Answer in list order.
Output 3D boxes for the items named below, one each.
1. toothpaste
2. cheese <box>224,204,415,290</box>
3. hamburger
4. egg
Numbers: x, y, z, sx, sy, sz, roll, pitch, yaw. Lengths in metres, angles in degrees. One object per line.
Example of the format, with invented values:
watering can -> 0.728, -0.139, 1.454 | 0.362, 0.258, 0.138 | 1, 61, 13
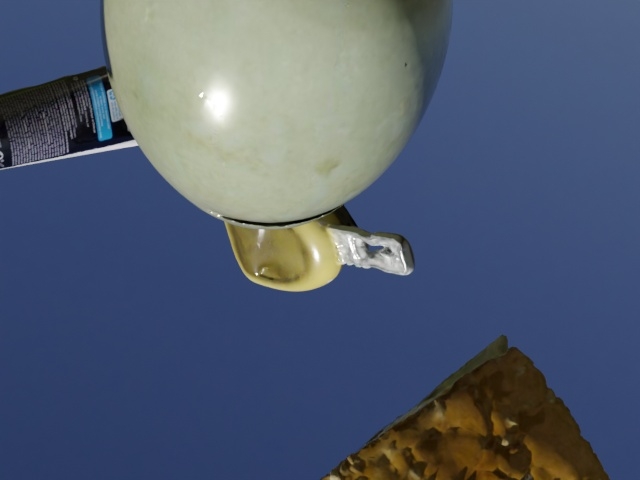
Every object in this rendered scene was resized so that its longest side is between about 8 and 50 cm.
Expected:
toothpaste -> -0.185, -0.080, 1.354 | 0.193, 0.071, 0.045 | -16, -151, -14
cheese -> 0.000, 0.000, 1.278 | 0.162, 0.086, 0.036 | 10, -149, 45
hamburger -> 0.075, 0.172, 1.225 | 0.207, 0.135, 0.155 | -26, -111, -18
egg -> -0.023, -0.122, 1.036 | 0.186, 0.253, 0.186 | 5, -147, -3
